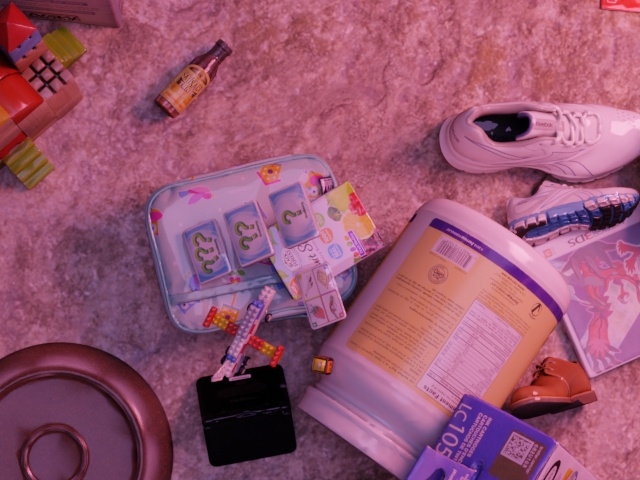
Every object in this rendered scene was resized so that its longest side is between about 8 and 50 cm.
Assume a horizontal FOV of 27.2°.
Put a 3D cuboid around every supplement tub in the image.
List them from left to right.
[{"bbox_3d":[0.145,0.139,1.730,0.241,0.241,0.331,35,83,0],"label":"supplement tub"}]

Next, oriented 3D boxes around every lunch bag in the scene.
[{"bbox_3d":[-0.087,0.010,1.792,0.279,0.108,0.224,-12,85,-5],"label":"lunch bag"}]

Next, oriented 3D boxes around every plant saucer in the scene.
[{"bbox_3d":[-0.354,0.291,1.777,0.310,0.050,0.311,0,83,-4],"label":"plant saucer"}]

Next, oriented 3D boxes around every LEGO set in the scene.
[{"bbox_3d":[-0.071,0.068,1.666,0.182,0.060,0.244,-22,79,17],"label":"LEGO set"}]

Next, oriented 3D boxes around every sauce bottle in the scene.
[{"bbox_3d":[-0.175,-0.227,1.844,0.042,0.042,0.128,41,84,1],"label":"sauce bottle"}]

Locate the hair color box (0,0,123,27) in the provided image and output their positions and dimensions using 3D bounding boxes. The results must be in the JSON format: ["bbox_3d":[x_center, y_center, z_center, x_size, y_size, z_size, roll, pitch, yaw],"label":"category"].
[{"bbox_3d":[-0.354,-0.374,1.678,0.185,0.374,0.114,4,84,-3],"label":"hair color box"}]

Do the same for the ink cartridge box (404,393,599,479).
[{"bbox_3d":[0.218,0.368,1.636,0.151,0.395,0.270,26,80,37],"label":"ink cartridge box"}]

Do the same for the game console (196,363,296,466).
[{"bbox_3d":[-0.102,0.239,1.817,0.122,0.071,0.107,-10,55,-6],"label":"game console"}]

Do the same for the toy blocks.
[{"bbox_3d":[-0.458,-0.151,1.706,0.381,0.261,0.191,-43,89,-7],"label":"toy blocks"}]

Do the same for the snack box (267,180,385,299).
[{"bbox_3d":[0.000,0.000,1.729,0.141,0.037,0.100,-31,92,-6],"label":"snack box"}]

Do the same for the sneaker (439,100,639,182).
[{"bbox_3d":[0.318,-0.142,1.827,0.297,0.129,0.111,-3,81,-6],"label":"sneaker"}]

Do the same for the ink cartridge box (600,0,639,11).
[{"bbox_3d":[0.536,-0.459,1.911,0.238,0.060,0.275,5,84,-5],"label":"ink cartridge box"}]

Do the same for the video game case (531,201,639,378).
[{"bbox_3d":[0.418,0.067,1.866,0.183,0.023,0.201,-23,86,-6],"label":"video game case"}]

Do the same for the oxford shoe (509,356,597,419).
[{"bbox_3d":[0.301,0.195,1.771,0.076,0.212,0.076,-21,78,28],"label":"oxford shoe"}]

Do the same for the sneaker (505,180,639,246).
[{"bbox_3d":[0.347,-0.055,1.847,0.190,0.071,0.083,-11,53,0],"label":"sneaker"}]
